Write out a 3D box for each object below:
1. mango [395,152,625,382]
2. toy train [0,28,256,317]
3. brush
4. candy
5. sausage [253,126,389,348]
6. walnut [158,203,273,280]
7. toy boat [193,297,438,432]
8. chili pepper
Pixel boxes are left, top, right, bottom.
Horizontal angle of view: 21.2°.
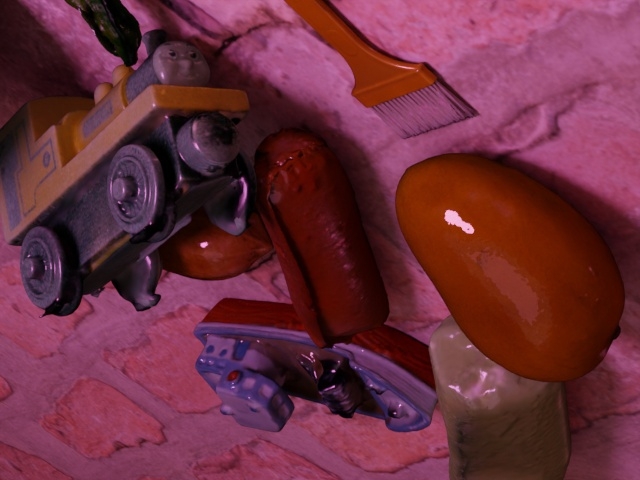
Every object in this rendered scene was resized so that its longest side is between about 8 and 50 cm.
[{"bbox_3d":[0.182,0.023,1.582,0.175,0.139,0.254,-14,125,44],"label":"mango"},{"bbox_3d":[-0.196,-0.073,1.695,0.150,0.237,0.369,0,157,-37],"label":"toy train"},{"bbox_3d":[0.015,-0.184,1.514,0.272,0.013,0.103,42,150,-23],"label":"brush"},{"bbox_3d":[0.199,0.194,1.886,0.343,0.142,0.132,78,170,-58],"label":"candy"},{"bbox_3d":[0.000,0.000,1.756,0.102,0.102,0.330,15,150,24],"label":"sausage"},{"bbox_3d":[-0.128,-0.013,1.830,0.207,0.116,0.116,13,150,40],"label":"walnut"},{"bbox_3d":[-0.003,0.165,2.001,0.332,0.133,0.145,7,145,34],"label":"toy boat"},{"bbox_3d":[-0.283,-0.260,1.585,0.279,0.065,0.122,25,119,6],"label":"chili pepper"}]
